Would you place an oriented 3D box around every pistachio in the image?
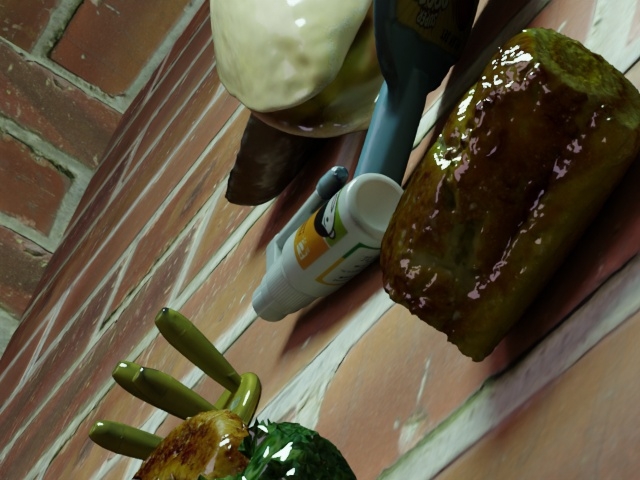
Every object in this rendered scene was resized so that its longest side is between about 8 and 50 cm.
[{"bbox_3d":[-0.012,-0.207,1.743,0.214,0.193,0.318,-39,30,17],"label":"pistachio"}]

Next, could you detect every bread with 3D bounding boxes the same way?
[{"bbox_3d":[0.111,-0.032,1.066,0.172,0.103,0.132,-58,5,22],"label":"bread"},{"bbox_3d":[-0.114,0.225,1.462,0.193,0.064,0.193,-48,19,22],"label":"bread"}]

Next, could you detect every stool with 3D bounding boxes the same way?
[{"bbox_3d":[-0.125,0.142,1.585,0.135,0.110,0.134,-59,11,-8],"label":"stool"}]

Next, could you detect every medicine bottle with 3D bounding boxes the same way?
[{"bbox_3d":[0.000,0.000,1.510,0.220,0.061,0.092,138,137,-55],"label":"medicine bottle"}]

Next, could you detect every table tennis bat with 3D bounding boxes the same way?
[{"bbox_3d":[0.085,-0.196,1.511,0.215,0.044,0.329,18,-95,-68],"label":"table tennis bat"}]

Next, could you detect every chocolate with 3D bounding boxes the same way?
[{"bbox_3d":[-0.017,-0.151,1.943,0.157,0.080,0.254,112,-179,-52],"label":"chocolate"}]

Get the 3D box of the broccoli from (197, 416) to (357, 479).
[{"bbox_3d":[-0.054,0.233,0.732,0.308,0.275,0.308,-176,90,-79],"label":"broccoli"}]
